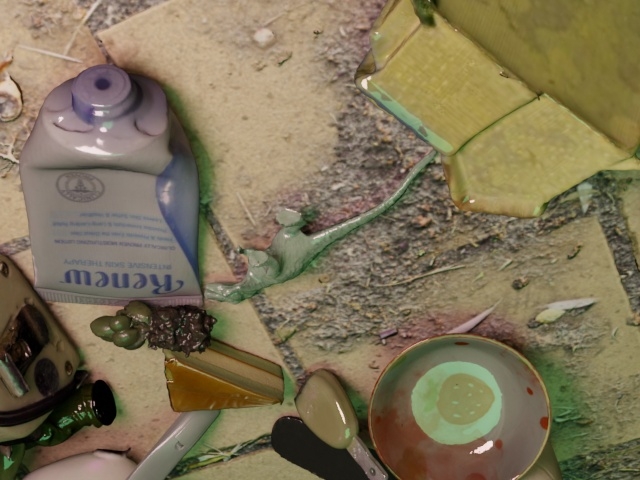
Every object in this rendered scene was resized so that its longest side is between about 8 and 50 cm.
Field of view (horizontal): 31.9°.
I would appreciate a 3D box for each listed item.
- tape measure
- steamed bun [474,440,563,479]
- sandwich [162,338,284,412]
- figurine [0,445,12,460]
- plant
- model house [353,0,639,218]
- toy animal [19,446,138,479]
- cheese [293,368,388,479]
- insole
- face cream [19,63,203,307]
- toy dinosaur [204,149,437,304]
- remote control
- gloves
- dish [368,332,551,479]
[{"bbox_3d":[-0.424,0.177,1.491,0.133,0.231,0.271,-11,129,18],"label":"tape measure"},{"bbox_3d":[0.248,0.391,1.743,0.242,0.146,0.164,-37,121,26],"label":"steamed bun"},{"bbox_3d":[-0.137,0.179,1.603,0.163,0.079,0.113,-3,130,2],"label":"sandwich"},{"bbox_3d":[-0.580,0.252,1.564,0.197,0.175,0.265,-37,85,0],"label":"figurine"},{"bbox_3d":[-0.226,0.118,1.535,0.174,0.087,0.085,0,148,9],"label":"plant"},{"bbox_3d":[0.199,-0.200,1.249,0.321,0.261,0.266,36,147,-7],"label":"model house"},{"bbox_3d":[-0.360,0.461,1.676,0.251,0.310,0.250,17,136,17],"label":"toy animal"},{"bbox_3d":[0.035,0.281,1.635,0.037,0.192,0.097,-12,143,-42],"label":"cheese"},{"bbox_3d":[0.060,0.355,1.700,0.310,0.012,0.110,23,113,15],"label":"insole"},{"bbox_3d":[-0.263,-0.049,1.418,0.235,0.137,0.420,2,140,-5],"label":"face cream"},{"bbox_3d":[-0.022,-0.004,1.447,0.383,0.076,0.129,-28,165,26],"label":"toy dinosaur"},{"bbox_3d":[-0.218,0.309,1.670,0.184,0.027,0.050,-50,119,-14],"label":"remote control"},{"bbox_3d":[-0.426,0.286,1.658,0.268,0.135,0.107,-34,87,9],"label":"gloves"},{"bbox_3d":[0.200,0.243,1.635,0.260,0.085,0.260,1,106,3],"label":"dish"}]
